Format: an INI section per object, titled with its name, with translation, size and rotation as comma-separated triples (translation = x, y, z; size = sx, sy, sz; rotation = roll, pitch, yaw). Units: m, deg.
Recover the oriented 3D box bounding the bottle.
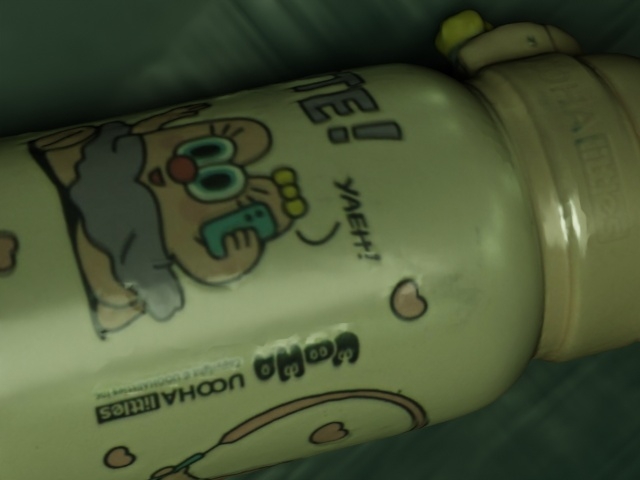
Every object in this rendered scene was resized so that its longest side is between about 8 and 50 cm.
[bottle]
translation = 0.000, 0.000, 0.461
size = 0.209, 0.097, 0.110
rotation = -13, 61, -13
